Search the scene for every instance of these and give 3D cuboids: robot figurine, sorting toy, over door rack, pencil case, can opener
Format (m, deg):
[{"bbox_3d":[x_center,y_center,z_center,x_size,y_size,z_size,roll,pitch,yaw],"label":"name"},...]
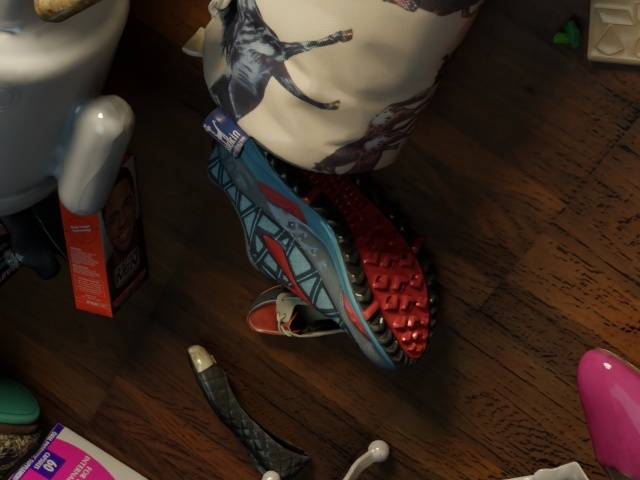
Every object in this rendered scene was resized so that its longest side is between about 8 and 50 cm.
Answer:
[{"bbox_3d":[-0.273,-0.150,1.035,0.300,0.200,0.353,44,143,8],"label":"robot figurine"},{"bbox_3d":[0.208,-0.154,0.920,0.083,0.012,0.062,9,130,19],"label":"sorting toy"},{"bbox_3d":[0.113,0.315,1.251,0.324,0.108,0.239,-5,121,14],"label":"over door rack"},{"bbox_3d":[0.044,-0.229,0.858,0.183,0.160,0.410,23,132,-7],"label":"pencil case"},{"bbox_3d":[-0.308,-0.041,1.251,0.186,0.073,0.059,51,156,-4],"label":"can opener"}]

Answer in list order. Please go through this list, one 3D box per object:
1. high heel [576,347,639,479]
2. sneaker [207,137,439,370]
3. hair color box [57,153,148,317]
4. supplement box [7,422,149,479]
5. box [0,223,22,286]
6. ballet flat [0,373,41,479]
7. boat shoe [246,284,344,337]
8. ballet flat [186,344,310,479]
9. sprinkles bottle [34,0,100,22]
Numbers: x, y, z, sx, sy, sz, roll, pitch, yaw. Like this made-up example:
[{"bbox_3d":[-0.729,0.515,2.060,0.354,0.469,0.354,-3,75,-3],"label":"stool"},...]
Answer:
[{"bbox_3d":[0.270,0.271,1.061,0.377,0.181,0.127,56,167,-17],"label":"high heel"},{"bbox_3d":[0.000,0.000,1.098,0.125,0.104,0.262,-24,101,49],"label":"sneaker"},{"bbox_3d":[-0.202,-0.007,1.202,0.043,0.072,0.141,12,127,20],"label":"hair color box"},{"bbox_3d":[-0.242,0.323,1.427,0.220,0.111,0.114,32,130,4],"label":"supplement box"},{"bbox_3d":[-0.431,0.009,1.265,0.220,0.175,0.051,22,128,12],"label":"box"},{"bbox_3d":[-0.492,0.175,1.268,0.182,0.483,0.164,-52,49,7],"label":"ballet flat"},{"bbox_3d":[-0.015,0.068,1.175,0.137,0.043,0.049,-9,119,34],"label":"boat shoe"},{"bbox_3d":[-0.076,0.169,1.285,0.049,0.057,0.173,-36,106,-1],"label":"ballet flat"},{"bbox_3d":[-0.208,-0.320,0.806,0.121,0.121,0.355,-18,107,36],"label":"sprinkles bottle"}]
